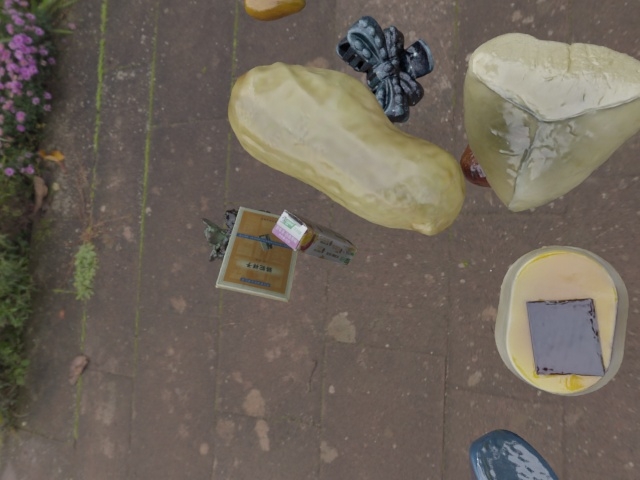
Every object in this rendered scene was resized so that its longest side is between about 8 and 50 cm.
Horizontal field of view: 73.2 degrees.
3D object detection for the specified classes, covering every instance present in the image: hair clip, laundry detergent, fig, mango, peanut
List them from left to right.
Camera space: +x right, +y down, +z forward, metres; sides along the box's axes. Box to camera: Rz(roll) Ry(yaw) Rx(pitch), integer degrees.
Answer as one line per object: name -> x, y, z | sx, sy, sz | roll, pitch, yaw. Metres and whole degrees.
mango -> -0.137, -0.697, 1.271 | 0.183, 0.102, 0.085 | 6, 94, 9
peanut -> 0.036, -0.121, 0.535 | 0.318, 0.147, 0.148 | 28, 97, 3
hair clip -> 0.188, -0.478, 1.230 | 0.206, 0.194, 0.311 | -23, 95, -22
fig -> 0.444, -0.174, 1.055 | 0.134, 0.201, 0.146 | -58, 35, 11
laundry detergent -> 0.273, 0.401, 0.626 | 0.094, 0.290, 0.143 | -24, 41, -12

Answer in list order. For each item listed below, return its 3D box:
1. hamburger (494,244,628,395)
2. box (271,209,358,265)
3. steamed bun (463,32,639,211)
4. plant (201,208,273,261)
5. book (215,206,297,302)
hamburger -> 0.474, 0.157, 0.858 | 0.226, 0.151, 0.296 | 9, 87, 29
box -> 0.000, 0.000, 0.670 | 0.049, 0.207, 0.041 | 36, 97, 25
steamed bun -> 0.262, -0.154, 0.543 | 0.212, 0.110, 0.231 | 42, 129, 9
plant -> -0.223, -0.016, 1.180 | 0.202, 0.131, 0.143 | -3, 88, -5
book -> -0.139, 0.026, 1.039 | 0.170, 0.018, 0.242 | 13, 51, -7
